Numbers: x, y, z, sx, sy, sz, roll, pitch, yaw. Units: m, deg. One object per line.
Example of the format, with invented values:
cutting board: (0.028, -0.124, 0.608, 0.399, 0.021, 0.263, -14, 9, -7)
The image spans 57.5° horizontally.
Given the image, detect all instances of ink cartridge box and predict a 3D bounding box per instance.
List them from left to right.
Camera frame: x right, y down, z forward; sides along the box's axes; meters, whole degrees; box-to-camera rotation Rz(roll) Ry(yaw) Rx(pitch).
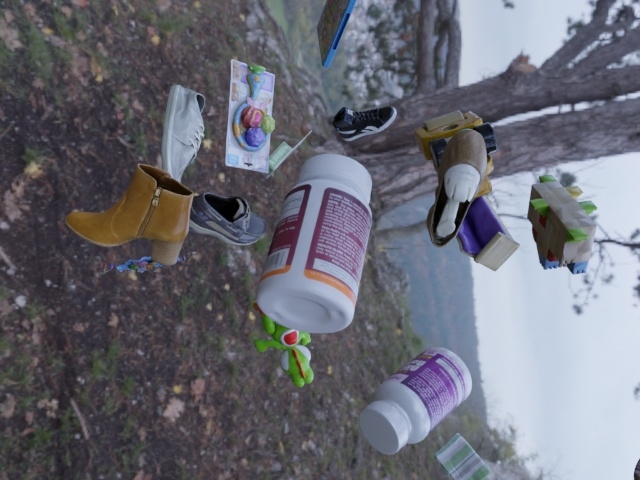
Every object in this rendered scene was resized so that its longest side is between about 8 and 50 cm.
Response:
ink cartridge box: (-0.146, -0.365, 2.386, 0.235, 0.056, 0.171, -50, -173, -14)

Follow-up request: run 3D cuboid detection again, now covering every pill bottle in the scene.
pill bottle: (0.000, 0.000, 1.382, 0.224, 0.224, 0.392, 73, 26, -53)
pill bottle: (0.239, 0.407, 1.487, 0.302, 0.169, 0.169, -25, 120, -41)

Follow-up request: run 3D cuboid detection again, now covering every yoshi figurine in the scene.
yoshi figurine: (-0.133, 0.381, 2.239, 0.203, 0.204, 0.362, -21, 92, -67)

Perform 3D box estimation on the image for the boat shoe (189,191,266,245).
boat shoe: (-0.289, -0.071, 1.898, 0.355, 0.130, 0.132, 11, 56, -52)

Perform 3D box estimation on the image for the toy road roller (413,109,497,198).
toy road roller: (0.455, -0.272, 1.934, 0.329, 0.203, 0.240, -99, 171, -63)

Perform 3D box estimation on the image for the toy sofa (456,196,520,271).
toy sofa: (0.632, -0.059, 2.336, 0.150, 0.177, 0.362, -52, -157, 26)

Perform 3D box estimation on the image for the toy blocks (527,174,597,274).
toy blocks: (0.818, -0.019, 2.014, 0.381, 0.191, 0.260, -100, -177, -55)

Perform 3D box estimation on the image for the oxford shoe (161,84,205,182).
oxford shoe: (-0.461, -0.347, 1.965, 0.169, 0.130, 0.449, 108, -16, -56)

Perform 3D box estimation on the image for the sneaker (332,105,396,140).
sneaker: (0.139, -0.416, 1.977, 0.121, 0.217, 0.079, 36, 43, -44)

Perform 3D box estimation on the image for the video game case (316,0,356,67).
video game case: (0.029, -0.418, 1.063, 0.166, 0.015, 0.119, 120, -30, -52)

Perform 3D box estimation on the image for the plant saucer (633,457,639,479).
plant saucer: (0.781, 0.508, 1.301, 0.168, 0.029, 0.168, -47, 179, -1)

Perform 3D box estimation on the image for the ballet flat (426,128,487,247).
ballet flat: (0.333, -0.109, 1.452, 0.342, 0.116, 0.124, 101, 3, -47)

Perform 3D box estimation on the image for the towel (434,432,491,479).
towel: (0.442, 0.699, 1.827, 0.152, 0.113, 0.023, 48, 7, 34)

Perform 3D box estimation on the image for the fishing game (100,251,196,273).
fishing game: (-0.510, 0.076, 1.729, 0.189, 0.264, 0.041, 151, -71, -64)

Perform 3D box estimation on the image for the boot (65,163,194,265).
boot: (-0.431, -0.081, 1.321, 0.104, 0.295, 0.211, -62, 170, -62)

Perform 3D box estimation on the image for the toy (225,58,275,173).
toy: (-0.145, -0.281, 1.325, 0.137, 0.056, 0.237, 4, 86, -50)
